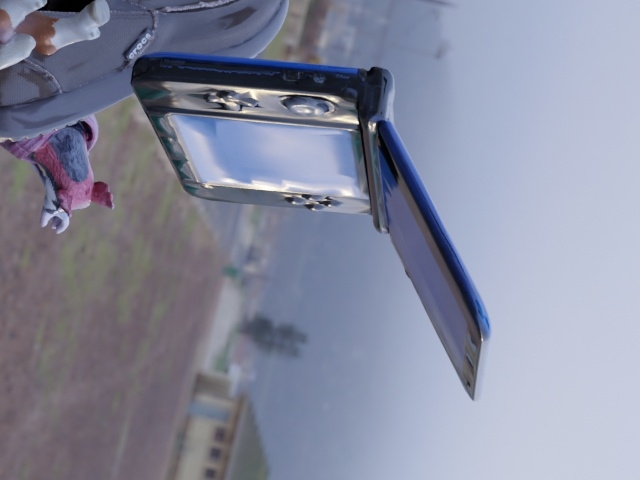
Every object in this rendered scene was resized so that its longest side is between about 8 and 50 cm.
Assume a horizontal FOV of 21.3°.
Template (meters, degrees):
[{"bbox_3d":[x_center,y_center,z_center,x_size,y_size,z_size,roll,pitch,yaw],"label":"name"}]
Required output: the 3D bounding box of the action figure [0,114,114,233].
[{"bbox_3d":[-0.310,-0.167,1.742,0.276,0.370,0.248,-50,156,15],"label":"action figure"}]

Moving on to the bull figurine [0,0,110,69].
[{"bbox_3d":[-0.277,-0.258,1.238,0.101,0.188,0.310,-48,131,-50],"label":"bull figurine"}]

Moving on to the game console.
[{"bbox_3d":[0.000,0.000,1.204,0.293,0.250,0.173,76,20,-74],"label":"game console"}]

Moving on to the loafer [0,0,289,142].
[{"bbox_3d":[-0.165,-0.196,1.452,0.366,0.133,0.130,-31,122,-43],"label":"loafer"}]
